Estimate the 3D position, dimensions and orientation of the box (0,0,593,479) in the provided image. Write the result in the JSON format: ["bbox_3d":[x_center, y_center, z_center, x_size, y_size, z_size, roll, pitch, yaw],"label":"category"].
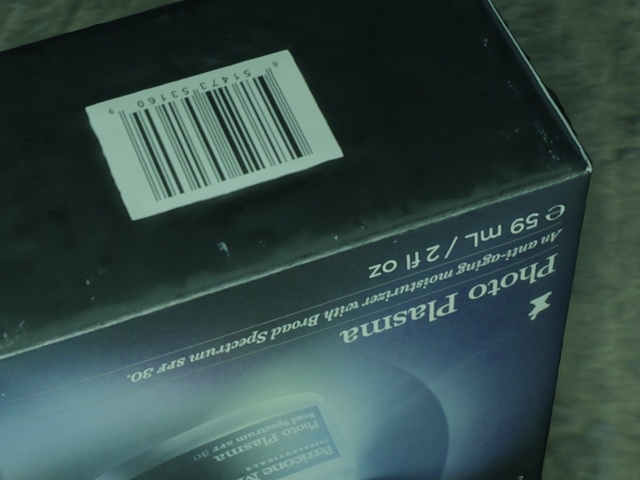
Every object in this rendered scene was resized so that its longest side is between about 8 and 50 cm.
[{"bbox_3d":[-0.038,0.038,0.914,0.296,0.294,0.183,-18,55,-12],"label":"box"}]
